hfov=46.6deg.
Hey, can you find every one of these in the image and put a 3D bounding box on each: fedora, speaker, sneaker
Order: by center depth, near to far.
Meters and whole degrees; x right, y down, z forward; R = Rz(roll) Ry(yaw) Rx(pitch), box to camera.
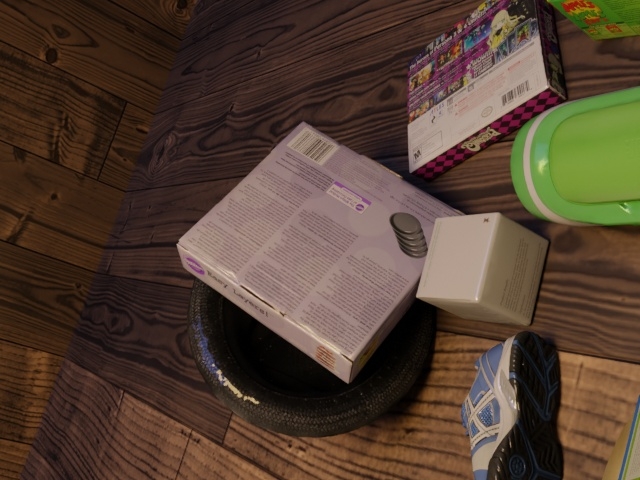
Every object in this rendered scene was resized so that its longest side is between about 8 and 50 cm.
[{"bbox_3d":[0.316,-0.079,0.651,0.296,0.131,0.131,-2,68,56],"label":"speaker"},{"bbox_3d":[0.182,0.196,0.729,0.081,0.080,0.211,-31,35,53],"label":"sneaker"},{"bbox_3d":[-0.013,0.110,0.958,0.152,0.334,0.334,99,172,-56],"label":"fedora"}]

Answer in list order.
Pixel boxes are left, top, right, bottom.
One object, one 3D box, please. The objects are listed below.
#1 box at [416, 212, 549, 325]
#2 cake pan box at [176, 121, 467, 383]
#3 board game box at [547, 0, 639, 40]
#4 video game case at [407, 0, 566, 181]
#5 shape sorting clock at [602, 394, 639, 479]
[{"bbox_3d":[0.178,0.032,0.822,0.102,0.087,0.101,-3,67,56],"label":"box"},{"bbox_3d":[0.000,0.000,0.894,0.246,0.267,0.070,-49,-19,-30],"label":"cake pan box"},{"bbox_3d":[0.337,-0.256,0.769,0.181,0.092,0.043,15,81,59],"label":"board game box"},{"bbox_3d":[0.209,-0.216,0.988,0.232,0.042,0.210,-32,45,43],"label":"video game case"},{"bbox_3d":[0.281,0.167,0.558,0.206,0.040,0.206,-60,-1,-3],"label":"shape sorting clock"}]
